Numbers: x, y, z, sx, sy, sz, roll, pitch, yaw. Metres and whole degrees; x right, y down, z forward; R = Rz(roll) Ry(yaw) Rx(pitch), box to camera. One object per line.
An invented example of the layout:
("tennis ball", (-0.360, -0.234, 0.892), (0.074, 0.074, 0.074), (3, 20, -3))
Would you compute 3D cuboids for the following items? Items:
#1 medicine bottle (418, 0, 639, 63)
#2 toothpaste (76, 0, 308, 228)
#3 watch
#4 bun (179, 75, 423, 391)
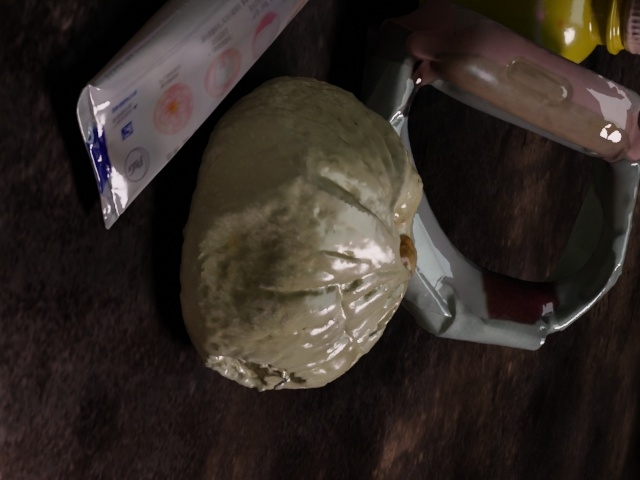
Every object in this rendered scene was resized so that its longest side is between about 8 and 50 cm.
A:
("medicine bottle", (0.201, -0.202, 1.356), (0.122, 0.212, 0.122), (11, 90, -68))
("toothpaste", (-0.052, -0.143, 0.976), (0.323, 0.066, 0.100), (-54, 152, -38))
("watch", (0.131, -0.043, 1.266), (0.241, 0.253, 0.162), (-63, -165, 10))
("bun", (0.000, 0.000, 1.066), (0.220, 0.134, 0.220), (10, 90, -68))
